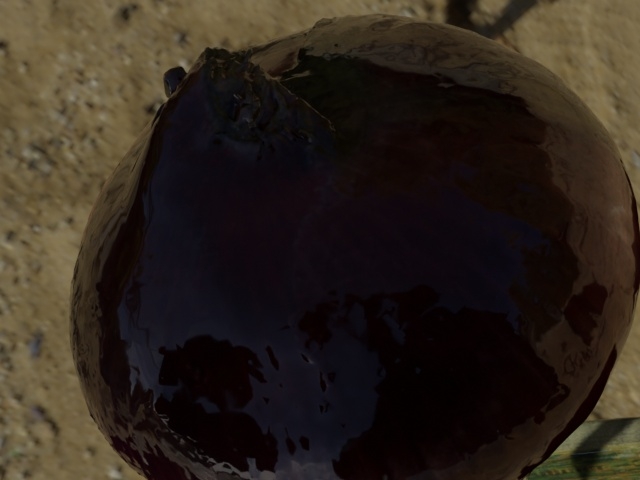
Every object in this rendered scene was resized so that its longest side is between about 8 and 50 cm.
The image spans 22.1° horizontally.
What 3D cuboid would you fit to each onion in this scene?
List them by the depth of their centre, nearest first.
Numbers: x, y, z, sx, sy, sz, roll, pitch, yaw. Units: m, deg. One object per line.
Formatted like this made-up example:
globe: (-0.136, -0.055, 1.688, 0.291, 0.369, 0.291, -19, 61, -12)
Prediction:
onion: (0.005, 0.009, 0.668, 0.248, 0.161, 0.248, -9, 72, 28)

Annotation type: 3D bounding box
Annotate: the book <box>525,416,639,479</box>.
book: (0.212, 0.173, 0.803, 0.160, 0.228, 0.024, -11, 33, 32)
